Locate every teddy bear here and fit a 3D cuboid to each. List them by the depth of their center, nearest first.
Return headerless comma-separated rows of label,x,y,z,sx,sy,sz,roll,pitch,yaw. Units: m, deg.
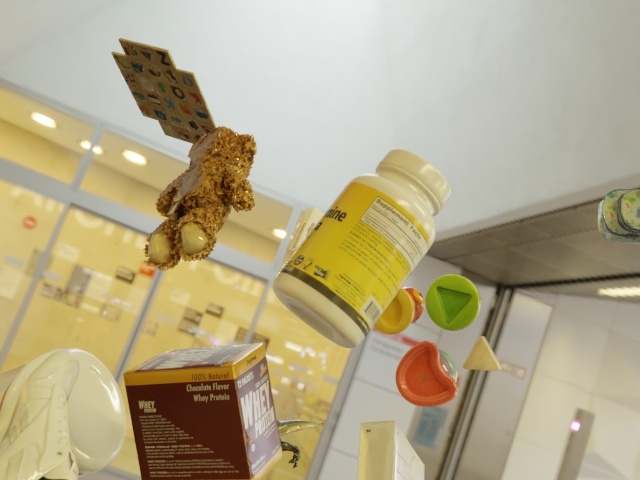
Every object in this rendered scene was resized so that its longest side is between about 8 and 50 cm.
teddy bear,-0.223,-0.073,1.539,0.245,0.338,0.113,-32,-58,23

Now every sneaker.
sneaker,-0.381,0.281,1.082,0.152,0.305,0.114,10,-48,6

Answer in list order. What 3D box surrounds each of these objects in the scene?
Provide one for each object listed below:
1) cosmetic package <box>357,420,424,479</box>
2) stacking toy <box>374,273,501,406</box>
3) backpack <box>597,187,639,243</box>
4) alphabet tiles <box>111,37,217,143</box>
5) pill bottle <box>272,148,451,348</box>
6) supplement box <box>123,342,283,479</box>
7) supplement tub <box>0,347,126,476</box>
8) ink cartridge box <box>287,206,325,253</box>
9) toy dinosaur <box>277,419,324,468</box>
cosmetic package,0.165,0.654,1.850,0.097,0.378,0.284,-10,-38,21
stacking toy,0.290,0.227,1.911,0.279,0.309,0.130,-23,-11,26
backpack,0.589,-0.050,1.501,0.114,0.105,0.084,1,-15,8
alphabet tiles,-0.408,-0.385,2.109,0.285,0.011,0.343,19,-31,28
pill bottle,0.081,0.007,1.400,0.187,0.334,0.188,35,-15,10
supplement box,-0.181,0.276,1.246,0.191,0.194,0.129,-7,6,20
supplement tub,-0.572,0.366,1.522,0.331,0.241,0.241,-22,-25,16
ink cartridge box,0.000,0.000,1.894,0.067,0.115,0.198,17,-11,41
toy dinosaur,-0.095,0.408,1.648,0.268,0.064,0.118,8,29,-25
